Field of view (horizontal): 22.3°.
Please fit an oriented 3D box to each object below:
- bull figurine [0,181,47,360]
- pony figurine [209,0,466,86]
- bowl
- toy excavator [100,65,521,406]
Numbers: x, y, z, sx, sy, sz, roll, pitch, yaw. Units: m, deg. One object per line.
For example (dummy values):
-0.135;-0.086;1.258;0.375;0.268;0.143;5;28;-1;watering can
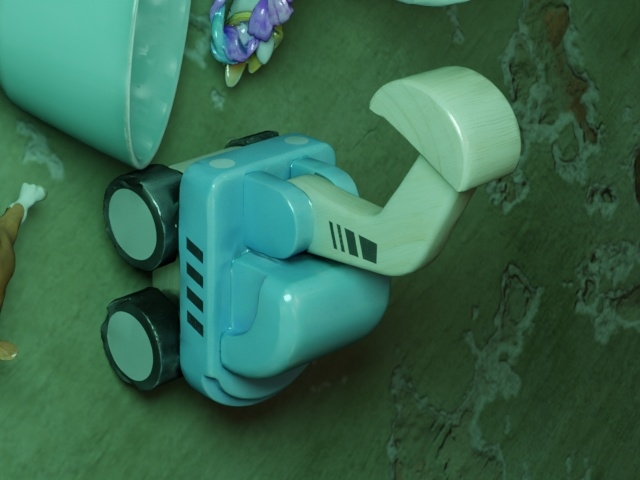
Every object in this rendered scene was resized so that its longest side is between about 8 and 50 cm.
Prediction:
-0.354;-0.020;1.566;0.310;0.101;0.188;71;25;-47;bull figurine
-0.005;-0.363;1.764;0.303;0.351;0.363;18;76;-26;pony figurine
-0.231;-0.236;1.613;0.311;0.163;0.311;9;90;-86;bowl
0.000;0.000;1.649;0.222;0.445;0.432;-20;122;-42;toy excavator
